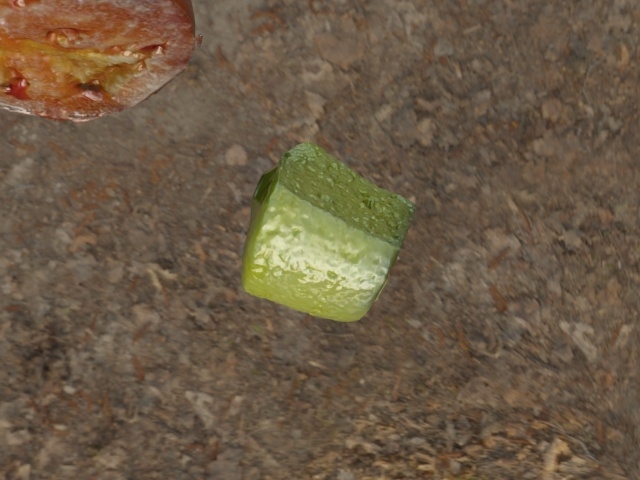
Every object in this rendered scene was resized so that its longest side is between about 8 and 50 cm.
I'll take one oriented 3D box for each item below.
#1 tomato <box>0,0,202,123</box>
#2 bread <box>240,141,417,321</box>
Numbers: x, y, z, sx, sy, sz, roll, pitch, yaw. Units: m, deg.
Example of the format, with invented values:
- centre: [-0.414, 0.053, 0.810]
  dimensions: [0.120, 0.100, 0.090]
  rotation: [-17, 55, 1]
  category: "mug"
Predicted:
- centre: [-0.275, -0.242, 0.896]
  dimensions: [0.338, 0.338, 0.143]
  rotation: [-6, 70, 17]
  category: "tomato"
- centre: [0.000, 0.000, 0.728]
  dimensions: [0.114, 0.129, 0.111]
  rotation: [23, 122, 3]
  category: "bread"
